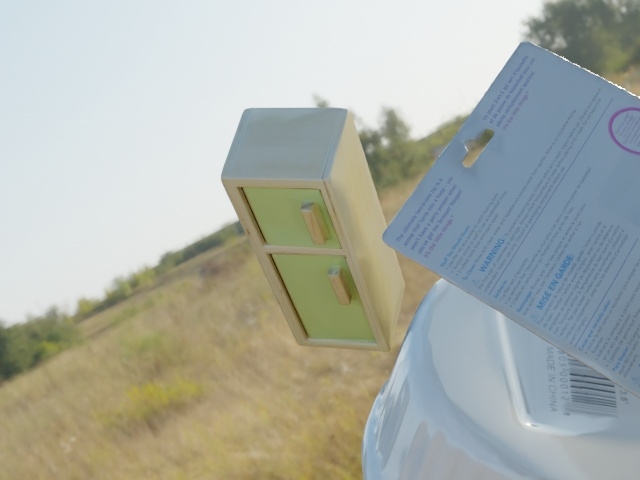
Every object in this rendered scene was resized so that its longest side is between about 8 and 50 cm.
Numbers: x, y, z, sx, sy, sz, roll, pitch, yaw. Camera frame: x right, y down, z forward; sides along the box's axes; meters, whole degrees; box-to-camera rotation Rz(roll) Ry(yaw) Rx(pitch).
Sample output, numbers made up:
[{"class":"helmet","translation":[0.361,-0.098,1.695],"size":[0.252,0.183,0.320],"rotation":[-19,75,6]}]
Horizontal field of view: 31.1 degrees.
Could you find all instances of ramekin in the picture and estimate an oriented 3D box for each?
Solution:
[{"class":"ramekin","translation":[0.175,0.129,0.824],"size":[0.277,0.277,0.135],"rotation":[-27,-37,-34]}]

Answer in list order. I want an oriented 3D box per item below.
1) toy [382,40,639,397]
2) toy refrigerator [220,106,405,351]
[{"class":"toy","translation":[0.161,0.021,0.527],"size":[0.137,0.237,0.056],"rotation":[-53,-15,-26]},{"class":"toy refrigerator","translation":[0.000,0.000,1.085],"size":[0.102,0.269,0.094],"rotation":[3,53,19]}]
